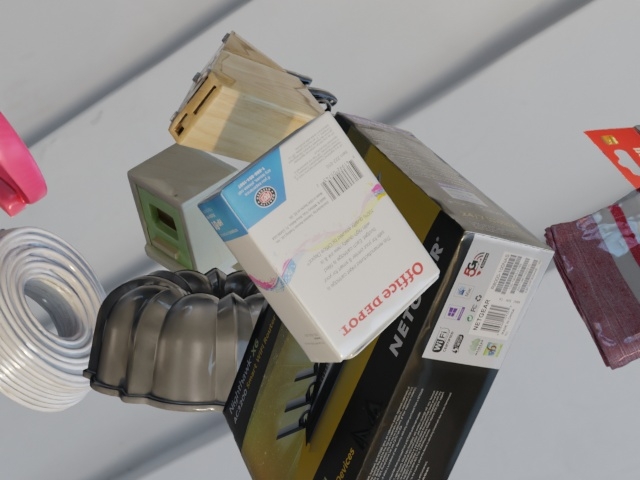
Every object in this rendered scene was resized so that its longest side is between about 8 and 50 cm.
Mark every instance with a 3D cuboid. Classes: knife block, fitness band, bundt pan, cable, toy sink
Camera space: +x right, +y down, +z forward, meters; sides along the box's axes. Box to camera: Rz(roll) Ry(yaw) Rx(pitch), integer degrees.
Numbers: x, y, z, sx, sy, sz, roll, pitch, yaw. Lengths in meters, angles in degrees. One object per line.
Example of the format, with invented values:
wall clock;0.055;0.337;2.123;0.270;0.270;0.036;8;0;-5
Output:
knife block;-0.046;-0.138;1.239;0.242;0.088;0.276;35;22;-13
fitness band;-0.460;-0.146;1.336;0.291;0.054;0.209;33;-29;39
bundt pan;-0.122;0.107;1.242;0.331;0.330;0.124;-16;109;-70
cable;-0.389;0.105;1.403;0.257;0.089;0.257;53;22;-13
toy sink;-0.212;-0.021;1.692;0.152;0.131;0.234;30;-38;37

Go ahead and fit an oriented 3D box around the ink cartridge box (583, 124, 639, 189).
ink cartridge box;0.481;-0.088;1.337;0.181;0.224;0.056;37;64;-37

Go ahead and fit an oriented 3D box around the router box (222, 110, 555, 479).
router box;0.033;0.083;0.807;0.081;0.309;0.243;12;20;-26

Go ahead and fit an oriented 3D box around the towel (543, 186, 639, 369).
towel;0.424;-0.008;1.101;0.037;0.329;0.237;56;13;-33

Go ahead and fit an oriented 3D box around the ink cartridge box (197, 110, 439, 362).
ink cartridge box;0.000;0.000;0.606;0.122;0.088;0.052;54;-24;-7
